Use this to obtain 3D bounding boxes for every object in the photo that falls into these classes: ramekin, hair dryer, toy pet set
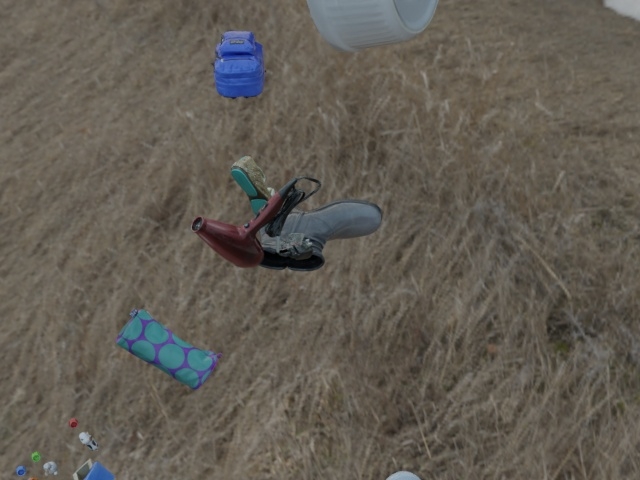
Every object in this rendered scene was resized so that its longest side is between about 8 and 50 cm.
[{"bbox_3d":[0.094,-0.430,1.269,0.127,0.272,0.272,9,48,29],"label":"ramekin"},{"bbox_3d":[-0.145,-0.040,1.806,0.294,0.223,0.080,-12,34,-25],"label":"hair dryer"},{"bbox_3d":[-0.394,0.368,1.292,0.122,0.114,0.065,-44,23,-9],"label":"toy pet set"}]

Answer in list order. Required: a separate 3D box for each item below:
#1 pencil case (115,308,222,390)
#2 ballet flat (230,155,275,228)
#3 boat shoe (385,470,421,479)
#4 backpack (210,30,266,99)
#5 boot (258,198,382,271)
[{"bbox_3d":[-0.232,0.165,1.246,0.152,0.064,0.070,33,56,-4],"label":"pencil case"},{"bbox_3d":[-0.140,-0.116,1.929,0.073,0.206,0.067,7,50,34],"label":"ballet flat"},{"bbox_3d":[0.088,0.485,1.311,0.258,0.095,0.084,-64,6,-3],"label":"boat shoe"},{"bbox_3d":[-0.152,-0.318,1.489,0.098,0.101,0.120,-5,42,2],"label":"backpack"},{"bbox_3d":[0.000,0.000,2.081,0.338,0.118,0.222,-6,32,0],"label":"boot"}]
